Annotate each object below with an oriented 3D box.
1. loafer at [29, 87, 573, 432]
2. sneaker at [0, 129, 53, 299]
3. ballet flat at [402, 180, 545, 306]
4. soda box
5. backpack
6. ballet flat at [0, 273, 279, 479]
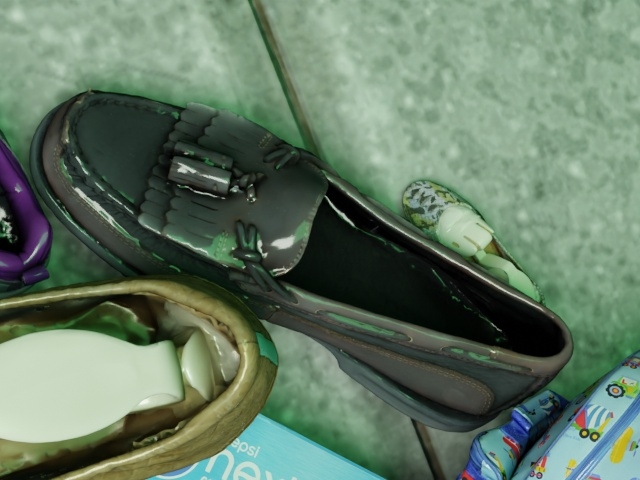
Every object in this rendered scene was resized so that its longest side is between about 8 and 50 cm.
[{"bbox_3d":[0.000,0.000,0.706,0.302,0.095,0.109,30,57,-19],"label":"loafer"},{"bbox_3d":[-0.192,-0.073,0.639,0.083,0.098,0.223,-38,101,-21],"label":"sneaker"},{"bbox_3d":[0.094,0.009,0.784,0.041,0.041,0.114,-44,102,-19],"label":"ballet flat"},{"bbox_3d":[-0.056,0.117,0.695,0.210,0.071,0.067,31,75,-18],"label":"soda box"},{"bbox_3d":[0.142,0.129,0.698,0.117,0.173,0.158,37,29,23],"label":"backpack"},{"bbox_3d":[-0.177,0.077,0.552,0.342,0.124,0.116,-9,81,-15],"label":"ballet flat"}]
